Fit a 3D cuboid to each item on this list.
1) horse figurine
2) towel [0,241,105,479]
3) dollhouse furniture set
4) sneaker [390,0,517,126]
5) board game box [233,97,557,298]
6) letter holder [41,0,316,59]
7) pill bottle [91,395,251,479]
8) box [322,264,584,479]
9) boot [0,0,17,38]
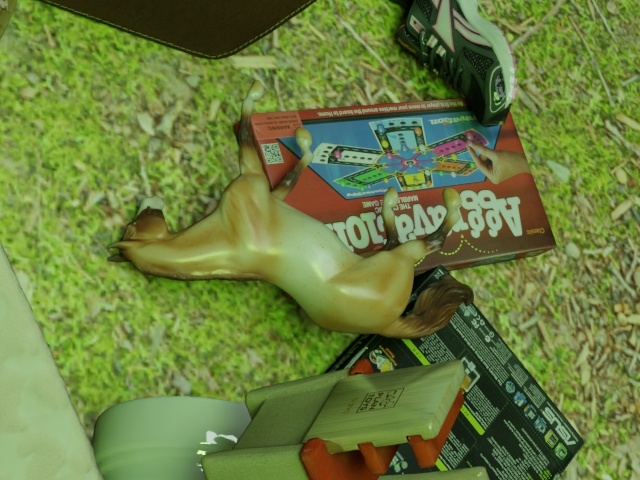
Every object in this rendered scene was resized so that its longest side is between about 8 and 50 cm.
[{"bbox_3d":[0.000,0.000,1.114,0.263,0.066,0.174,30,55,-8],"label":"horse figurine"},{"bbox_3d":[-0.299,0.072,0.725,0.332,0.053,0.317,-24,117,-9],"label":"towel"},{"bbox_3d":[0.044,0.203,0.852,0.262,0.135,0.259,-53,128,-58],"label":"dollhouse furniture set"},{"bbox_3d":[0.106,-0.166,1.301,0.077,0.072,0.178,-13,56,-14],"label":"sneaker"},{"bbox_3d":[0.068,-0.042,1.246,0.281,0.027,0.145,-9,77,-39],"label":"board game box"},{"bbox_3d":[-0.067,-0.274,1.066,0.214,0.302,0.152,18,60,-30],"label":"letter holder"},{"bbox_3d":[-0.085,0.245,0.915,0.162,0.162,0.278,19,60,-29],"label":"pill bottle"},{"bbox_3d":[0.092,0.145,1.165,0.190,0.045,0.184,50,55,-8],"label":"box"},{"bbox_3d":[-0.268,-0.061,0.885,0.095,0.203,0.262,26,62,-15],"label":"boot"}]
